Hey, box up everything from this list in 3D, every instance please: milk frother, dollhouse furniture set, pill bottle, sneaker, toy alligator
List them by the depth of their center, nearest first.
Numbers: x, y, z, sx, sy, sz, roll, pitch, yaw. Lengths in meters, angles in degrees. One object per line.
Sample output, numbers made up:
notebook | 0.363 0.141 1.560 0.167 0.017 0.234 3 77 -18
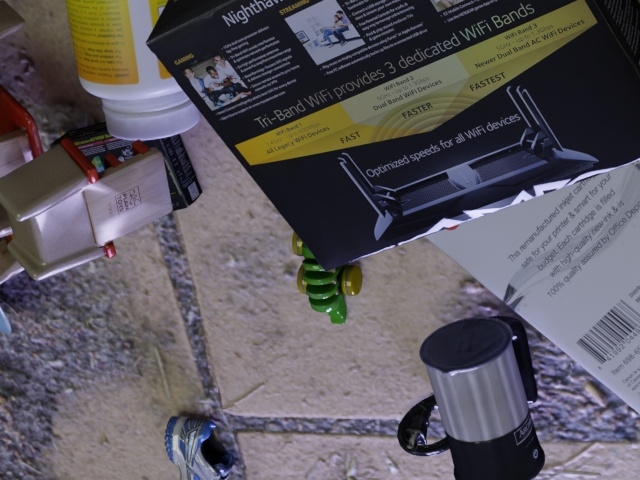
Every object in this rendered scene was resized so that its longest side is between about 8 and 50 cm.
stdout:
pill bottle | -0.159 -0.200 1.259 0.117 0.117 0.215 4 116 21
dollhouse furniture set | -0.258 -0.084 1.291 0.259 0.135 0.262 42 150 38
milk frother | 0.119 0.139 1.310 0.143 0.129 0.135 -8 116 19
toy alligator | 0.000 0.000 1.334 0.056 0.051 0.190 3 116 20
sneaker | -0.116 0.242 1.506 0.058 0.052 0.135 -7 113 21

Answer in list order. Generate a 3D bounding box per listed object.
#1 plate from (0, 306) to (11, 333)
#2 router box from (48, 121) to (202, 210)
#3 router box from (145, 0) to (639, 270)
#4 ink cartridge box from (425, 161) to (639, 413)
plate | -0.371 0.023 1.447 0.188 0.024 0.188 45 159 22
router box | -0.184 -0.068 1.383 0.122 0.038 0.092 -11 111 26
router box | 0.069 -0.127 1.053 0.309 0.081 0.243 -20 123 30
ink cartridge box | 0.240 -0.016 1.190 0.273 0.114 0.197 39 124 0
